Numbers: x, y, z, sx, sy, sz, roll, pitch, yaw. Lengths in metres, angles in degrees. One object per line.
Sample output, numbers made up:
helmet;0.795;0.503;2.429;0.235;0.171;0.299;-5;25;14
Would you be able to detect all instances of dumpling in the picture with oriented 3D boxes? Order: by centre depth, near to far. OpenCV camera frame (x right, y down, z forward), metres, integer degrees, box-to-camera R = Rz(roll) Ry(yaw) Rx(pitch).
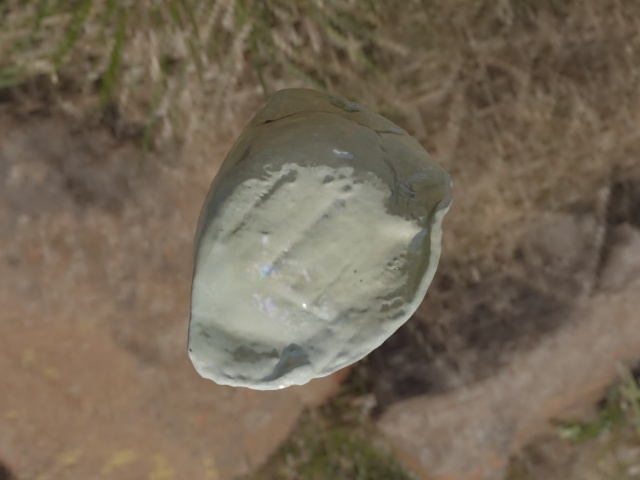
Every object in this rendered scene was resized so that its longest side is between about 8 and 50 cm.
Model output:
dumpling;0.000;0.000;1.355;0.179;0.252;0.131;17;153;11
